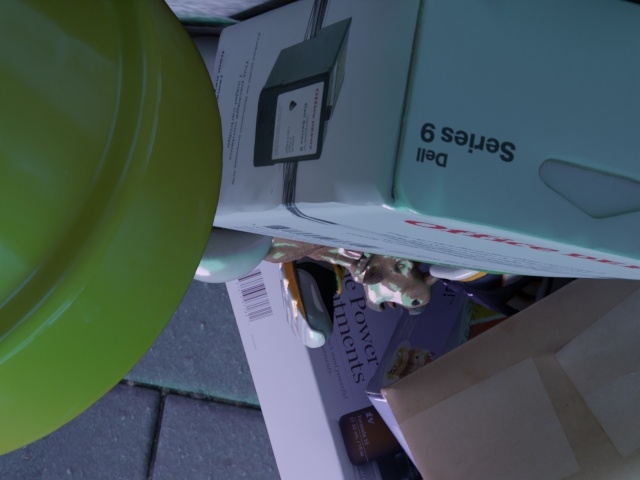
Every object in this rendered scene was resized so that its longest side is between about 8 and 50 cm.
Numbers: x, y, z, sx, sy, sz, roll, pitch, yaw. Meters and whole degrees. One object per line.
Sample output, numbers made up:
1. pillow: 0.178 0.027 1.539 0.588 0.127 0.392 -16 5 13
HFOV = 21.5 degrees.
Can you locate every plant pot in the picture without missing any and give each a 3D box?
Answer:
1. plant pot: -0.198 -0.061 0.673 0.254 0.254 0.239 8 161 25

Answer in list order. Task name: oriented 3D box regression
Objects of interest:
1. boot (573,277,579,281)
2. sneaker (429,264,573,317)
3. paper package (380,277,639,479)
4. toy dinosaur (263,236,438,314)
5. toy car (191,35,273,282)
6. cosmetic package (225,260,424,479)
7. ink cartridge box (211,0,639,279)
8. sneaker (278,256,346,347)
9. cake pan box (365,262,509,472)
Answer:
1. boot: 0.246 0.014 1.539 0.106 0.114 0.037 11 175 -31
2. sneaker: 0.149 -0.011 1.358 0.127 0.126 0.321 4 165 0
3. paper package: 0.266 0.115 1.352 0.325 0.168 0.309 -33 164 26
4. toy dinosaur: -0.015 -0.043 1.365 0.200 0.127 0.295 0 161 19
5. toy car: -0.094 -0.069 1.100 0.182 0.159 0.136 8 -149 19
6. cosmetic package: 0.078 0.166 1.715 0.097 0.377 0.284 -19 176 44
7. ink cartridge box: 0.080 -0.051 0.883 0.211 0.121 0.289 11 176 -22
8. sneaker: 0.000 0.000 1.533 0.083 0.215 0.084 -3 144 -2
9. cake pan box: 0.160 0.115 1.634 0.070 0.267 0.246 4 142 32
